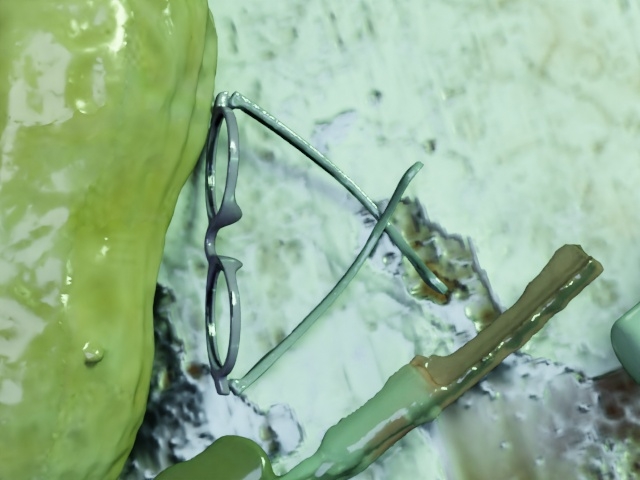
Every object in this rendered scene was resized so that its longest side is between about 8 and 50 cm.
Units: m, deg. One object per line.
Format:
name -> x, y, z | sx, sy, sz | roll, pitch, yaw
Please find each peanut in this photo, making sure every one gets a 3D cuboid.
peanut -> -0.133, 0.008, 0.771 | 0.149, 0.149, 0.313 | 8, 88, 8

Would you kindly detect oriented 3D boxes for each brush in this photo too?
brush -> 0.003, 0.100, 0.768 | 0.301, 0.084, 0.071 | -38, 122, -4

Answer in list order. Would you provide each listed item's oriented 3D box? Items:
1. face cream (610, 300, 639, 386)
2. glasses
face cream -> 0.229, -0.024, 0.744 | 0.251, 0.101, 0.101 | -38, 80, 1
glasses -> 0.000, 0.000, 0.808 | 0.103, 0.062, 0.140 | 0, 82, -15
